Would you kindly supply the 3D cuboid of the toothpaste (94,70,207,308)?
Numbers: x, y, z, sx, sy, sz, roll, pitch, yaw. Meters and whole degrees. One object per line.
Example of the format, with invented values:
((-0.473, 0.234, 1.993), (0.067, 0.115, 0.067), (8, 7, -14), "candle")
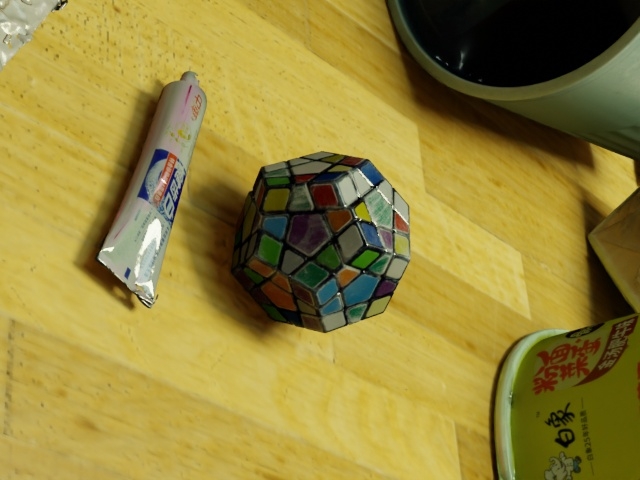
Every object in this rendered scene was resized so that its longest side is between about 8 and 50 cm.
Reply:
((-0.090, -0.037, 0.839), (0.045, 0.028, 0.170), (49, 36, -33), "toothpaste")

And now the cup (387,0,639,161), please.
((0.219, -0.211, 1.254), (0.311, 0.331, 0.256), (15, 88, -52), "cup")

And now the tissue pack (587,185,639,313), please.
((0.359, 0.063, 1.286), (0.234, 0.125, 0.159), (40, 15, -31), "tissue pack")

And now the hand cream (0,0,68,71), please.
((-0.190, -0.085, 0.714), (0.084, 0.050, 0.257), (50, 28, -23), "hand cream")

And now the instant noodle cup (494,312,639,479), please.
((0.297, 0.165, 1.062), (0.311, 0.221, 0.311), (34, 41, -36), "instant noodle cup")

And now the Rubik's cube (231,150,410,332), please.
((0.000, 0.000, 0.879), (0.111, 0.111, 0.093), (-40, 128, -58), "Rubik's cube")
